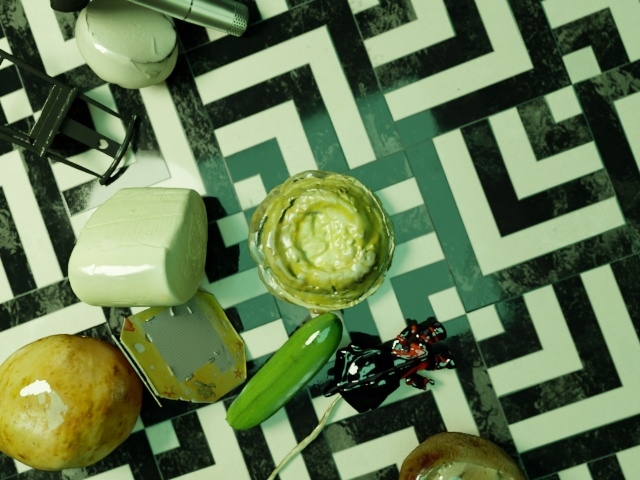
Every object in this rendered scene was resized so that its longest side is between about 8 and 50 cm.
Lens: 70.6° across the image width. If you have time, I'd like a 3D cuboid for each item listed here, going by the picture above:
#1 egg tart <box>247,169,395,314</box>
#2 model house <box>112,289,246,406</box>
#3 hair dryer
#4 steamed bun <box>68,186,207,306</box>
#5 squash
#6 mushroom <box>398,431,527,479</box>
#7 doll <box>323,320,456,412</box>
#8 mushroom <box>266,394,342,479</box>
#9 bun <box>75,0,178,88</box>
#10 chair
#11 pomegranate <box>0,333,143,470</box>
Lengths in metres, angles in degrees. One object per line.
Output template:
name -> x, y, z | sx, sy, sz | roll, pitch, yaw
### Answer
egg tart -> 0.000, 0.000, 0.826 | 0.278, 0.095, 0.279 | 0, 89, 5
model house -> -0.268, 0.218, 0.836 | 0.135, 0.207, 0.219 | -35, 91, 35
hair dryer -> -0.318, -0.488, 0.802 | 0.284, 0.320, 0.156 | 57, 131, 26
steamed bun -> -0.302, 0.018, 0.790 | 0.199, 0.250, 0.155 | -3, 127, 4
squash -> -0.062, 0.242, 0.830 | 0.082, 0.082, 0.292 | 43, 100, 3
mushroom -> 0.244, 0.458, 0.768 | 0.252, 0.153, 0.253 | 2, 71, -5
doll -> 0.121, 0.233, 0.827 | 0.248, 0.088, 0.127 | -24, 68, -6
mushroom -> -0.046, 0.405, 0.864 | 0.028, 0.026, 0.286 | 34, 90, -13
bun -> -0.355, -0.353, 0.831 | 0.172, 0.120, 0.173 | 12, 63, -25
chair -> -0.506, -0.234, 0.844 | 0.260, 0.141, 0.155 | 27, 93, -41
pomegranate -> -0.443, 0.282, 0.792 | 0.248, 0.248, 0.249 | 0, 90, 4
